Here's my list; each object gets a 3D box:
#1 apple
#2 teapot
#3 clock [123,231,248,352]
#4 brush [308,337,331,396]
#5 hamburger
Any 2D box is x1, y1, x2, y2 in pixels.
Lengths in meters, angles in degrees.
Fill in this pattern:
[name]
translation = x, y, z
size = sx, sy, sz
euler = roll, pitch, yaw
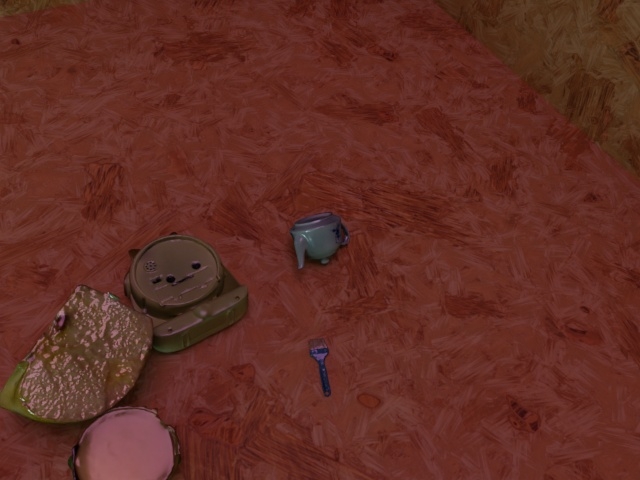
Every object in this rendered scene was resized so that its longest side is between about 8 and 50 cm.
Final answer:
[apple]
translation = -0.573, 0.273, 1.336
size = 0.314, 0.252, 0.308
euler = 10, 62, 25
[teapot]
translation = 0.000, 0.000, 1.709
size = 0.159, 0.158, 0.232
euler = 43, 44, 22
[clock]
translation = -0.387, 0.111, 1.569
size = 0.286, 0.117, 0.348
euler = -26, 61, -25
[brush]
translation = 0.005, 0.335, 1.523
size = 0.051, 0.014, 0.164
euler = -5, 55, -10
[hamburger]
translation = -0.428, 0.484, 1.264
size = 0.237, 0.148, 0.237
euler = 8, 56, -13
